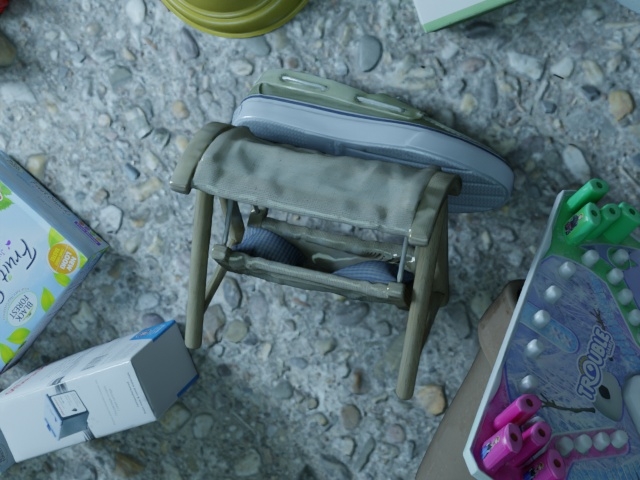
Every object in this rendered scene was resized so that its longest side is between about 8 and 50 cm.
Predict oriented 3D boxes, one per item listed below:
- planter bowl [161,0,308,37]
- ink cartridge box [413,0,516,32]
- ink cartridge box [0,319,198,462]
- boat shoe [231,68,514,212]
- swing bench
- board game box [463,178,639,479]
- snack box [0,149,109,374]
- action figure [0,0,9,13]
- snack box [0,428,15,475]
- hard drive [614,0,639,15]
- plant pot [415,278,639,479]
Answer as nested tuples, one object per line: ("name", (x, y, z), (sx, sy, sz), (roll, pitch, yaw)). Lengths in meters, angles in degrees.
("planter bowl", (-0.107, -0.315, 1.519), (0.217, 0.090, 0.217), (4, 105, 15))
("ink cartridge box", (0.145, -0.346, 1.456), (0.171, 0.056, 0.235), (-19, 94, 19))
("ink cartridge box", (-0.255, 0.170, 1.655), (0.190, 0.139, 0.082), (-20, 99, 20))
("boat shoe", (0.059, -0.113, 1.515), (0.302, 0.094, 0.109), (16, 149, 6))
("swing bench", (0.000, 0.000, 1.474), (0.253, 0.165, 0.255), (14, 137, 12))
("board game box", (0.342, 0.166, 1.318), (0.390, 0.390, 0.050), (36, 133, -7))
("snack box", (-0.376, 0.029, 1.693), (0.174, 0.070, 0.207), (42, 112, 1))
("action figure", (-0.352, -0.327, 1.568), (0.091, 0.139, 0.280), (43, 113, 3))
("snack box", (-0.426, 0.207, 1.735), (0.100, 0.037, 0.141), (9, 126, 33))
("hard drive", (0.338, -0.288, 1.430), (0.094, 0.022, 0.135), (31, 110, 7))
("plant pot", (0.217, 0.206, 1.456), (0.263, 0.263, 0.229), (41, 108, 3))
